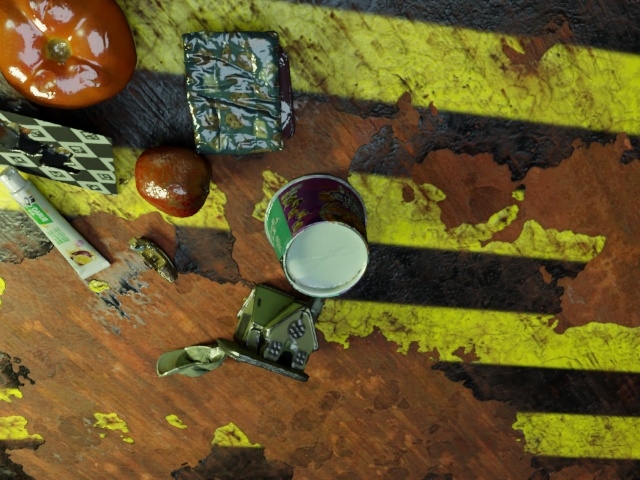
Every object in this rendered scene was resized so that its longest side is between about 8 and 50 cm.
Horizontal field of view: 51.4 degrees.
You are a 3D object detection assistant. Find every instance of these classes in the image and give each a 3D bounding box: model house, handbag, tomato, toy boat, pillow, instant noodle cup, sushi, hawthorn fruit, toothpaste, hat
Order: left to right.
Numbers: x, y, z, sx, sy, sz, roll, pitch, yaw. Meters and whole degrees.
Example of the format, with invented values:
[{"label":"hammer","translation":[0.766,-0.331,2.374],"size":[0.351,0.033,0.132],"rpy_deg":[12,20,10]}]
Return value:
[{"label":"sushi","translation":[-0.548,-0.201,1.342],"size":[0.292,0.059,0.294],"rpy_deg":[15,158,-13]},{"label":"toothpaste","translation":[-0.600,-0.036,1.493],"size":[0.058,0.056,0.314],"rpy_deg":[5,138,43]},{"label":"tomato","translation":[-0.474,-0.372,1.241],"size":[0.260,0.180,0.259],"rpy_deg":[-4,118,-8]},{"label":"toy boat","translation":[-0.389,0.042,1.561],"size":[0.047,0.049,0.149],"rpy_deg":[-35,118,13]},{"label":"hawthorn fruit","translation":[-0.338,-0.135,1.421],"size":[0.204,0.162,0.162],"rpy_deg":[12,117,-1]},{"label":"hat","translation":[-0.327,0.316,1.683],"size":[0.166,0.122,0.081],"rpy_deg":[-15,111,-26]},{"label":"pillow","translation":[-0.171,-0.289,1.329],"size":[0.189,0.034,0.255],"rpy_deg":[-3,120,-4]},{"label":"handbag","translation":[-0.165,-0.301,1.386],"size":[0.216,0.074,0.203],"rpy_deg":[-8,120,-1]},{"label":"model house","translation":[-0.099,0.172,1.629],"size":[0.219,0.205,0.278],"rpy_deg":[22,84,-20]},{"label":"instant noodle cup","translation":[0.000,0.000,1.508],"size":[0.251,0.190,0.251],"rpy_deg":[-3,120,-6]}]
